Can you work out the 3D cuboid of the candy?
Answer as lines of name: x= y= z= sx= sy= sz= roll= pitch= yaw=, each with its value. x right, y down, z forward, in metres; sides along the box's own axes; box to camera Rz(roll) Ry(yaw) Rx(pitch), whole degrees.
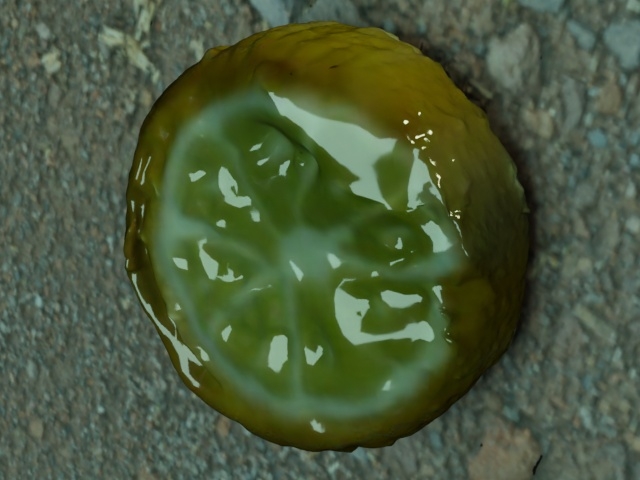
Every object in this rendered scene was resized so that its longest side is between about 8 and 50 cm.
candy: x=0.000 y=0.000 z=1.158 sx=0.260 sy=0.118 sz=0.259 roll=13 pitch=113 yaw=33
